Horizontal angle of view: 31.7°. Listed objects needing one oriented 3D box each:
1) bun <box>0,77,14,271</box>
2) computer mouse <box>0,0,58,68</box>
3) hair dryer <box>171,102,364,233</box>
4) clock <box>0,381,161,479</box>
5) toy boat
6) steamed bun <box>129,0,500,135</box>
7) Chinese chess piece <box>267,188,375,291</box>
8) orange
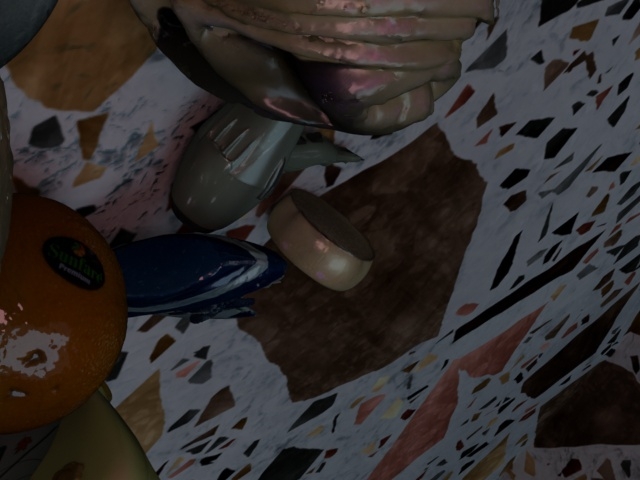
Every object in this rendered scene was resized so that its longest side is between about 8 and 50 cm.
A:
[{"bbox_3d":[-0.323,-0.046,0.568,0.326,0.234,0.362,-19,130,-12],"label":"bun"},{"bbox_3d":[-0.215,-0.219,0.626,0.167,0.090,0.379,-30,150,-23],"label":"computer mouse"},{"bbox_3d":[-0.006,-0.124,1.052,0.267,0.092,0.229,-27,158,-44],"label":"hair dryer"},{"bbox_3d":[-0.282,0.235,0.979,0.286,0.348,0.117,-37,118,-6],"label":"clock"},{"bbox_3d":[-0.110,0.045,1.099,0.210,0.070,0.291,-11,166,31],"label":"toy boat"},{"bbox_3d":[-0.001,-0.176,0.762,0.320,0.275,0.206,18,79,-58],"label":"steamed bun"},{"bbox_3d":[0.000,0.000,1.196,0.051,0.122,0.122,-50,152,16],"label":"Chinese chess piece"},{"bbox_3d":[-0.251,0.057,0.885,0.206,0.206,0.206,-31,152,-19],"label":"orange"}]
